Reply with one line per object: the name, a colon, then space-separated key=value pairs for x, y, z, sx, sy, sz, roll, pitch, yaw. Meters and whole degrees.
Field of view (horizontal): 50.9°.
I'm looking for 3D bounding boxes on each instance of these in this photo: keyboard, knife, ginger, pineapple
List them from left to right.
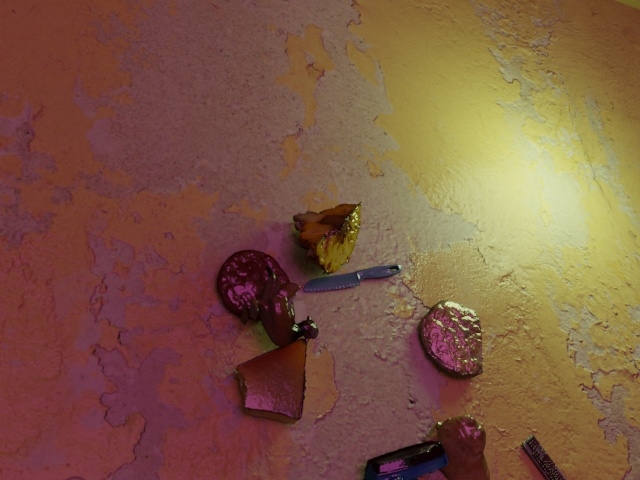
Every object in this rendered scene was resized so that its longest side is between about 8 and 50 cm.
pineapple: x=-0.002 y=0.003 z=1.729 sx=0.164 sy=0.140 sz=0.250 roll=3 pitch=29 yaw=22
knife: x=0.089 y=0.100 z=1.757 sx=0.312 sy=0.019 sz=0.045 roll=-8 pitch=68 yaw=-29
ginger: x=0.357 y=0.499 z=1.587 sx=0.193 sy=0.122 sz=0.115 roll=47 pitch=38 yaw=-3
keyboard: x=0.578 y=0.577 z=1.710 sx=0.055 sy=0.017 sz=0.166 roll=-27 pitch=75 yaw=-37

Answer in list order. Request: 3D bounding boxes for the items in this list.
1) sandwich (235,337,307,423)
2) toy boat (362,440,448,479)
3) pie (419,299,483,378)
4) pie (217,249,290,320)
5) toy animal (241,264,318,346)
sandwich: x=-0.114 y=0.297 z=1.498 sx=0.162 sy=0.058 sz=0.193 roll=17 pitch=53 yaw=-17
toy boat: x=0.199 y=0.518 z=1.503 sx=0.223 sy=0.100 sz=0.097 roll=-6 pitch=91 yaw=-29
pie: x=0.347 y=0.253 z=1.770 sx=0.184 sy=0.052 sz=0.218 roll=18 pitch=56 yaw=-19
pie: x=-0.160 y=0.103 z=1.601 sx=0.182 sy=0.050 sz=0.183 roll=12 pitch=57 yaw=-19
toy animal: x=-0.084 y=0.150 z=1.539 sx=0.179 sy=0.089 sz=0.188 roll=10 pitch=67 yaw=-26
